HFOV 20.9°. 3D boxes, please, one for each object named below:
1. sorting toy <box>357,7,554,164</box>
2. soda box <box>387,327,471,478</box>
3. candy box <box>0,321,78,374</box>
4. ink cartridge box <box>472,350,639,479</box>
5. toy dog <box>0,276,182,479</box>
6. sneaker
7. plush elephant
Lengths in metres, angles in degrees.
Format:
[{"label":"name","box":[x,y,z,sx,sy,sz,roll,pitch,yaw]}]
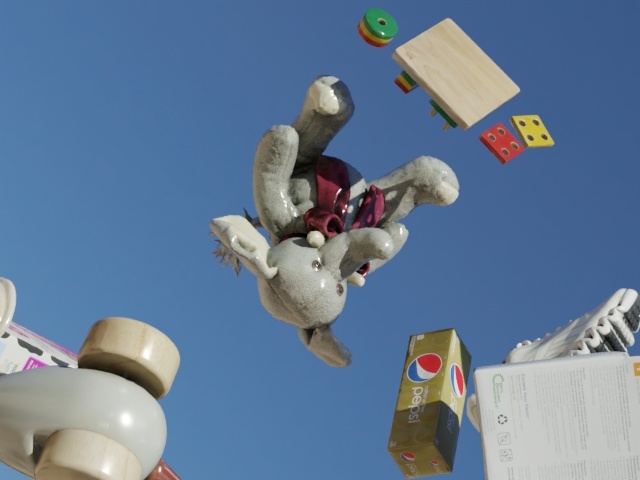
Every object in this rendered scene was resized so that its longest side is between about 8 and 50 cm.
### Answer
[{"label":"sorting toy","box":[0.168,-0.193,2.169,0.274,0.132,0.046,46,-47,8]},{"label":"soda box","box":[0.130,0.191,2.042,0.061,0.181,0.058,-12,-49,25]},{"label":"candy box","box":[-0.350,0.140,2.003,0.233,0.071,0.159,31,-3,-39]},{"label":"ink cartridge box","box":[0.291,0.237,1.911,0.045,0.224,0.223,-30,114,-80]},{"label":"toy dog","box":[-0.239,0.173,1.477,0.333,0.220,0.161,12,-34,44]},{"label":"sneaker","box":[0.317,0.163,2.342,0.118,0.292,0.110,40,-10,36]},{"label":"plush elephant","box":[0.000,0.000,2.216,0.272,0.330,0.255,44,20,-34]}]
